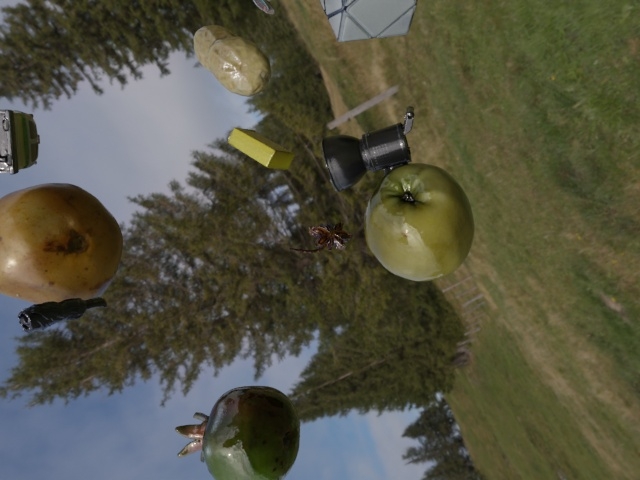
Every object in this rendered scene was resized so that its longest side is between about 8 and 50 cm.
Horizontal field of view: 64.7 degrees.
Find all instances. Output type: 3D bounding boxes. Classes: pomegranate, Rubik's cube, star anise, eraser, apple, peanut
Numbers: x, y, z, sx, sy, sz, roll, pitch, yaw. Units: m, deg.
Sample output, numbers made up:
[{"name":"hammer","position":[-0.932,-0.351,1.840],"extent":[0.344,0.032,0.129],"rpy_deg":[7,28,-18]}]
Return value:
[{"name":"pomegranate","position":[-0.146,0.343,0.886],"extent":[0.181,0.224,0.182],"rpy_deg":[-6,-90,-67]},{"name":"Rubik's cube","position":[0.121,-0.652,1.266],"extent":[0.207,0.205,0.205],"rpy_deg":[104,151,-59]},{"name":"star anise","position":[0.000,0.000,1.468],"extent":[0.070,0.190,0.098],"rpy_deg":[109,151,-58]},{"name":"eraser","position":[-0.133,-0.208,1.141],"extent":[0.122,0.045,0.097],"rpy_deg":[33,-162,19]},{"name":"apple","position":[0.216,-0.043,1.135],"extent":[0.263,0.262,0.262],"rpy_deg":[60,-173,-12]},{"name":"pomegranate","position":[-0.845,0.025,1.600],"extent":[0.417,0.416,0.417],"rpy_deg":[60,-173,-12]},{"name":"peanut","position":[-0.209,-0.414,1.137],"extent":[0.256,0.123,0.123],"rpy_deg":[44,175,34]}]

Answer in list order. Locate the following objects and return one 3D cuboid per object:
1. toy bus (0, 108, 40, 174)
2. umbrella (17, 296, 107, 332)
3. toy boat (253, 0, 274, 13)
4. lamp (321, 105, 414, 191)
[{"name":"toy bus","position":[-0.817,-0.234,1.141],"extent":[0.179,0.305,0.143],"rpy_deg":[-104,16,-75]},{"name":"umbrella","position":[-0.650,0.175,1.290],"extent":[0.071,0.070,0.248],"rpy_deg":[62,-155,3]},{"name":"toy boat","position":[-0.177,-0.738,1.565],"extent":[0.096,0.034,0.122],"rpy_deg":[35,-168,-21]},{"name":"lamp","position":[0.135,-0.210,1.237],"extent":[0.147,0.227,0.172],"rpy_deg":[-68,-37,-64]}]
